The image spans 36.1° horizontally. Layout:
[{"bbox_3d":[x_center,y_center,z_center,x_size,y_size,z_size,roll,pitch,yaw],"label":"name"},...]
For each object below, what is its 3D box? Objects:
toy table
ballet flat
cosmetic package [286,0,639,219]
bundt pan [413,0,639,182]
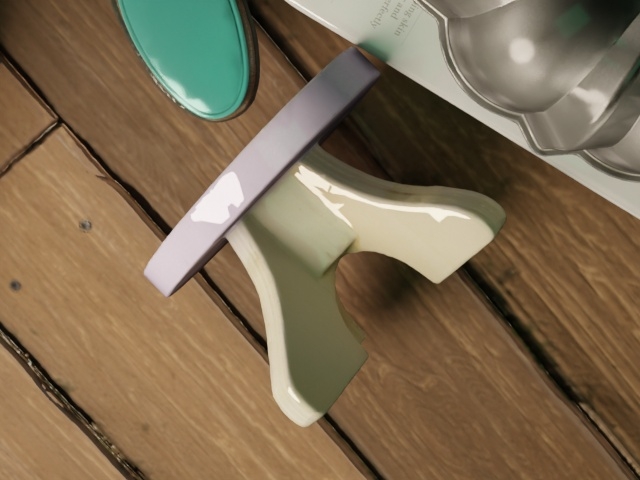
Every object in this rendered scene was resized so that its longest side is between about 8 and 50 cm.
[{"bbox_3d":[0.000,0.000,0.726,0.161,0.252,0.274,44,149,-1],"label":"toy table"},{"bbox_3d":[-0.126,-0.220,0.732,0.095,0.096,0.280,-29,101,13],"label":"ballet flat"},{"bbox_3d":[0.195,-0.163,0.672,0.385,0.156,0.217,32,111,-4],"label":"cosmetic package"},{"bbox_3d":[0.206,-0.179,0.519,0.331,0.124,0.330,1,105,5],"label":"bundt pan"}]
